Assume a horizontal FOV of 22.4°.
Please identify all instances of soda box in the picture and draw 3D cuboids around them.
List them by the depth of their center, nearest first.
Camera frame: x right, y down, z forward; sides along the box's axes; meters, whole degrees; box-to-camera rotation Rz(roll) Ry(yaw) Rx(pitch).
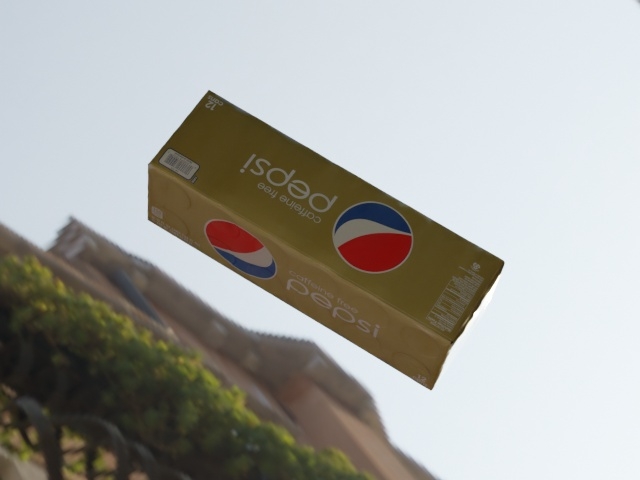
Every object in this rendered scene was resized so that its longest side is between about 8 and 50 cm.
[{"bbox_3d":[0.000,0.000,0.839,0.058,0.181,0.061,-53,-12,-27],"label":"soda box"}]
